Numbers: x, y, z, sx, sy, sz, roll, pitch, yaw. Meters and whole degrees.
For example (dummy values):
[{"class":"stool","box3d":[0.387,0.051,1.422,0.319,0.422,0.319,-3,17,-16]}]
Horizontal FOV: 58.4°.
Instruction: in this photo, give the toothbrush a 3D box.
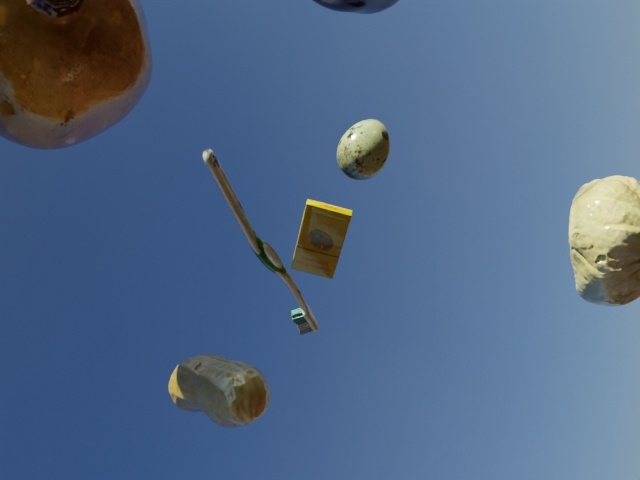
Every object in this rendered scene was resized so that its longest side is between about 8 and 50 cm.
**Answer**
[{"class":"toothbrush","box3d":[-0.067,0.013,0.702,0.030,0.030,0.303,-56,-45,-35]}]

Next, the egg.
[{"class":"egg","box3d":[0.073,-0.150,0.942,0.085,0.085,0.110,51,-125,-38]}]

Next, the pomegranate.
[{"class":"pomegranate","box3d":[-0.520,-0.382,1.062,0.417,0.417,0.416,0,-90,-51]}]

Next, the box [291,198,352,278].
[{"class":"box","box3d":[0.000,0.000,1.071,0.023,0.087,0.155,-71,-3,-54]}]

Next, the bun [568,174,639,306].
[{"class":"bun","box3d":[0.252,-0.001,0.481,0.115,0.069,0.115,-4,-85,-57]}]

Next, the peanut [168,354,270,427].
[{"class":"peanut","box3d":[-0.227,0.321,1.233,0.147,0.306,0.146,-5,-83,-48]}]

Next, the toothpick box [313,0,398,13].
[{"class":"toothpick box","box3d":[0.069,-0.439,0.742,0.192,0.192,0.294,44,-113,-42]}]
